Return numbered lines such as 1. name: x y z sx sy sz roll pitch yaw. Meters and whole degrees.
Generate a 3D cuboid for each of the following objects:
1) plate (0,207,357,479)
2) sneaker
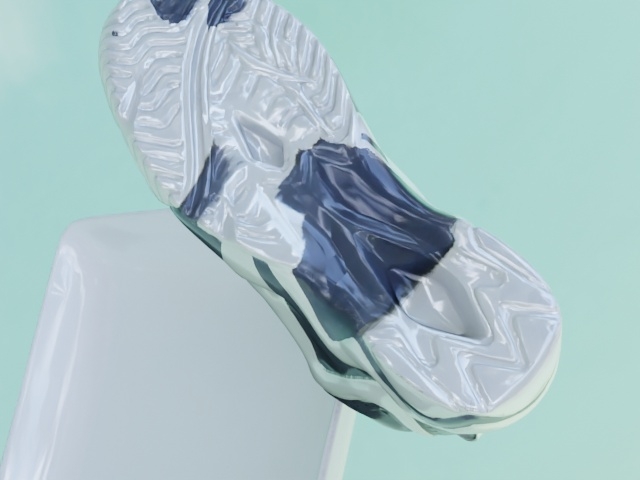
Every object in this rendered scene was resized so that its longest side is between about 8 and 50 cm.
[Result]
1. plate: -0.072 0.115 0.978 0.045 0.278 0.277 24 71 -38
2. sneaker: 0.000 0.000 0.814 0.235 0.153 0.094 38 74 13
